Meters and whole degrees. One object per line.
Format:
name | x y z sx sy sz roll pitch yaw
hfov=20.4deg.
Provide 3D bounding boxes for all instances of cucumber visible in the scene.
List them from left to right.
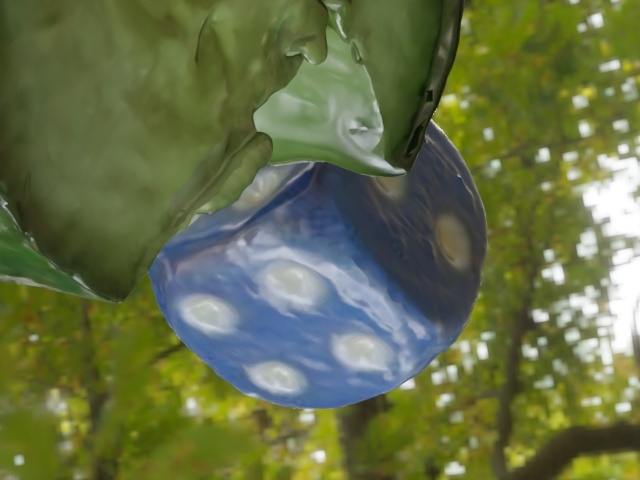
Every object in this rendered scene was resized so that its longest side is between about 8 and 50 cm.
cucumber | -0.058 -0.084 0.467 0.191 0.130 0.191 -2 -87 -54

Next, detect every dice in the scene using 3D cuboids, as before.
dice | 0.000 0.000 0.986 0.146 0.146 0.143 49 -141 -29
